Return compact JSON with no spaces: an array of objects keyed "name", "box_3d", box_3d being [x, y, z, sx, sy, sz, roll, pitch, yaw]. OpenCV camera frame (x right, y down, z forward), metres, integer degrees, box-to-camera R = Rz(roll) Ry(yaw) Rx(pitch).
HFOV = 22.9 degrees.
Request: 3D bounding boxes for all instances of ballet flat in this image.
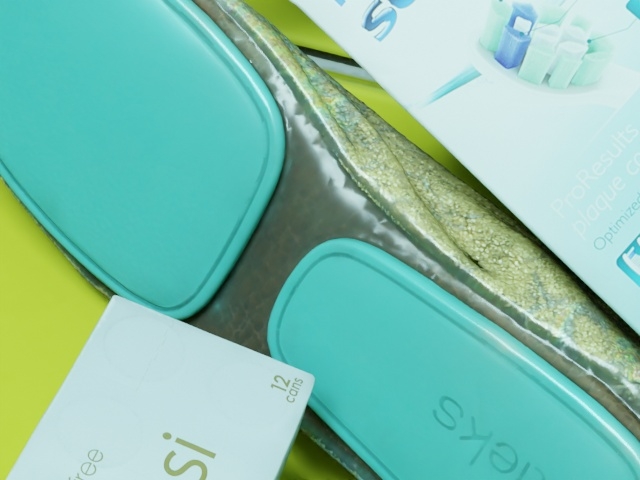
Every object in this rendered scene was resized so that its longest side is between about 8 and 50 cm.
[{"name":"ballet flat","box_3d":[0.000,0.000,0.568,0.348,0.123,0.123,40,48,18]}]

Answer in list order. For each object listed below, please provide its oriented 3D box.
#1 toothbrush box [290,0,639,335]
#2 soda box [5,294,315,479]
[{"name":"toothbrush box","box_3d":[0.163,-0.020,0.556,0.295,0.126,0.216,47,15,22]},{"name":"soda box","box_3d":[-0.073,0.119,0.448,0.073,0.069,0.216,23,44,2]}]
